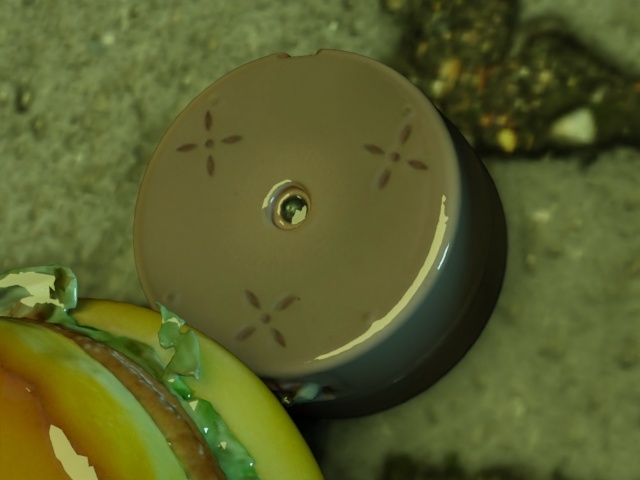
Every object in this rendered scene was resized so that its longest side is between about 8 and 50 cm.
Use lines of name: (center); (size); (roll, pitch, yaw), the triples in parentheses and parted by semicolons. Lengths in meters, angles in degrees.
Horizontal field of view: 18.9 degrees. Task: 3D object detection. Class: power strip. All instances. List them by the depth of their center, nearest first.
power strip: (0.000, 0.000, 0.833); (0.154, 0.078, 0.154); (-7, 70, 19)

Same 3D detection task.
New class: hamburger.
hamburger: (-0.099, 0.128, 0.765); (0.246, 0.170, 0.246); (5, 98, 36)
